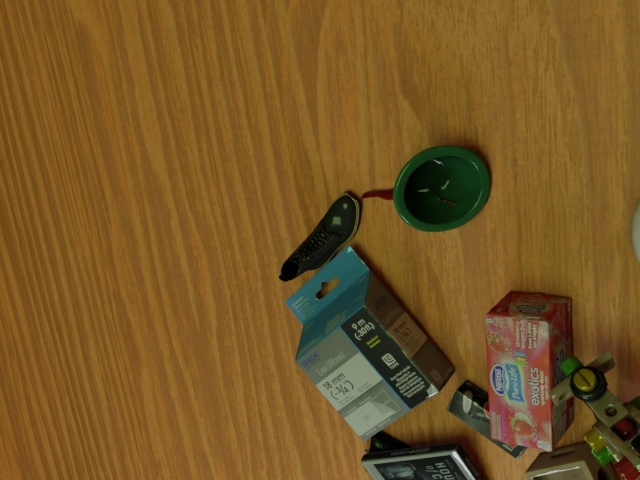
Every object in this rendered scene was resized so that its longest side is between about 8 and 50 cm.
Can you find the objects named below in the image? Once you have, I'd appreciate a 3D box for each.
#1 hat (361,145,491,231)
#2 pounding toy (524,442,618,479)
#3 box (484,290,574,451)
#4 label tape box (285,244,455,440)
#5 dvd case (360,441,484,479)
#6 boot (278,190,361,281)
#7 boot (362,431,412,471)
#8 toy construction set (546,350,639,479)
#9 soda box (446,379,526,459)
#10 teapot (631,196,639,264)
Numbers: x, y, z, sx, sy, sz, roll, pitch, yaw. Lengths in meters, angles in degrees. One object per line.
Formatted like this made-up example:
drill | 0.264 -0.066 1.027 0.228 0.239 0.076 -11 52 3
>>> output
hat | 0.195 -0.127 1.657 0.209 0.183 0.172 -5 117 -7
pounding toy | 0.514 0.481 1.608 0.181 0.094 0.206 -26 91 38
box | 0.382 0.234 1.590 0.123 0.128 0.256 5 110 33
label tape box | 0.073 0.215 1.792 0.333 0.106 0.241 49 126 3
dvd case | 0.225 0.502 1.821 0.239 0.029 0.179 -18 116 38
boot | 0.000 0.000 1.764 0.077 0.137 0.197 37 123 18
boot | 0.147 0.478 1.892 0.121 0.045 0.099 26 121 25
toy construction set | 0.474 0.337 1.479 0.308 0.257 0.237 -54 53 20
soda box | 0.336 0.349 1.710 0.169 0.053 0.060 33 122 21
teapot | 0.586 -0.008 1.327 0.253 0.187 0.256 -33 86 37
